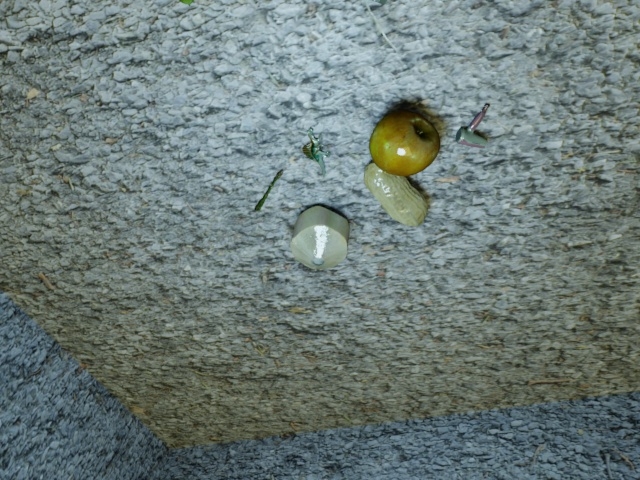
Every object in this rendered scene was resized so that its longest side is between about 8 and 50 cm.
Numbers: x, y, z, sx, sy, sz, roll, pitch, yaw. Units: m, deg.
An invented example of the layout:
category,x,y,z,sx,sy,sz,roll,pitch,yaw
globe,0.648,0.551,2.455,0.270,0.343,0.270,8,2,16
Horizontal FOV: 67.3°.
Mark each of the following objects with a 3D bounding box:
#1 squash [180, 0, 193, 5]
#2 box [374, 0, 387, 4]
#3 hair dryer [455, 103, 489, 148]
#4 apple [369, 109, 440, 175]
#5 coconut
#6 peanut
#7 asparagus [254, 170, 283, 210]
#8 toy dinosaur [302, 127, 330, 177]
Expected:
category,x,y,z,sx,sy,sz,roll,pitch,yaw
squash,-0.419,-0.812,1.364,0.082,0.082,0.292,5,151,1
box,0.141,-0.773,1.285,0.149,0.226,0.226,15,129,-7
hair dryer,0.547,-0.399,1.668,0.106,0.054,0.154,11,125,-9
apple,0.283,-0.328,1.649,0.237,0.237,0.207,27,146,-16
coconut,0.000,0.000,1.918,0.239,0.244,0.239,3,128,4
peanut,0.280,-0.177,1.815,0.152,0.152,0.313,-34,119,28
asparagus,-0.206,-0.199,1.921,0.023,0.022,0.233,54,130,19
toy dinosaur,-0.019,-0.325,1.792,0.106,0.044,0.187,20,142,6
